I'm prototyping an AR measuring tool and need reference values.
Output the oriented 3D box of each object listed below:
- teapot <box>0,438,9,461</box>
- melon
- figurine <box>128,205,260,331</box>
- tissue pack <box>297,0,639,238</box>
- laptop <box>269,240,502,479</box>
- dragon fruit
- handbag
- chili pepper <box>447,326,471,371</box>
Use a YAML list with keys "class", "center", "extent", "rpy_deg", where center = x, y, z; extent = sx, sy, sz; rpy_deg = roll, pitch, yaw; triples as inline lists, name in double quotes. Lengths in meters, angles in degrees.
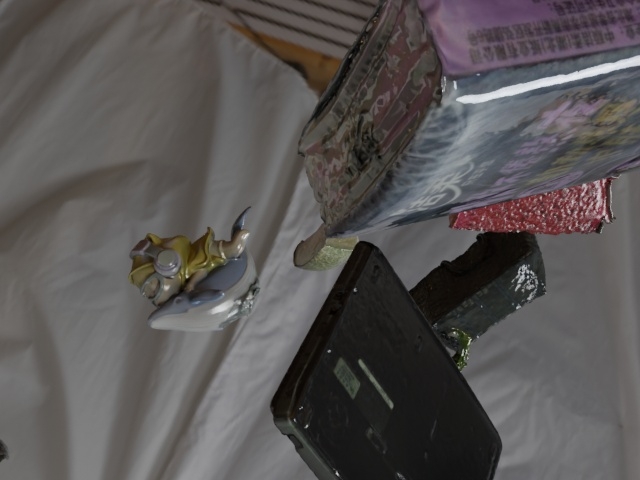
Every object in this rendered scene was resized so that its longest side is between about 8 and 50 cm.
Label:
- class: "teapot"
  center: [-0.453, 0.167, 0.804]
  extent: [0.223, 0.305, 0.285]
  rpy_deg: [12, 118, 65]
- class: "melon"
  center: [0.000, 0.006, 1.225]
  extent: [0.054, 0.098, 0.182]
  rpy_deg: [17, 149, -19]
- class: "figurine"
  center: [-0.166, 0.042, 1.160]
  extent: [0.184, 0.208, 0.128]
  rpy_deg: [32, 151, 10]
- class: "tissue pack"
  center: [0.183, -0.117, 0.667]
  extent: [0.259, 0.361, 0.122]
  rpy_deg: [124, 130, -62]
- class: "laptop"
  center: [0.054, 0.119, 0.534]
  extent: [0.026, 0.154, 0.207]
  rpy_deg: [-9, 125, 38]
- class: "dragon fruit"
  center: [0.317, -0.103, 1.237]
  extent: [0.274, 0.126, 0.161]
  rpy_deg: [2, 135, -15]
- class: "handbag"
  center: [0.259, 0.068, 1.410]
  extent: [0.089, 0.270, 0.175]
  rpy_deg: [43, -162, -29]
- class: "chili pepper"
  center: [0.118, 0.272, 1.258]
  extent: [0.085, 0.359, 0.076]
  rpy_deg: [52, 147, -13]
